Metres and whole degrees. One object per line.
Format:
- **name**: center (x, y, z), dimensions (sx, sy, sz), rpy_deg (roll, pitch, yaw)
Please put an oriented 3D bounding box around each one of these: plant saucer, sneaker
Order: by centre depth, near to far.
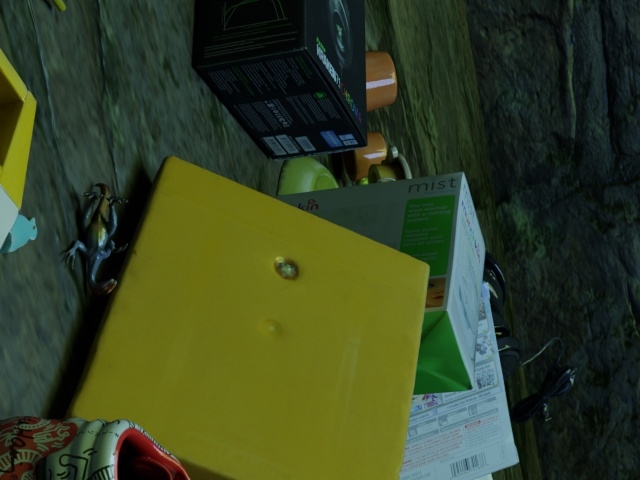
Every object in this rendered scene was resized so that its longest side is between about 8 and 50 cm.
- **sneaker**: center (-0.152, 0.233, 0.927), dimensions (0.090, 0.145, 0.270), rpy_deg (-74, 152, -52)
- **plant saucer**: center (0.000, 0.000, 1.695), dimensions (0.241, 0.037, 0.241), rpy_deg (-8, 90, -73)

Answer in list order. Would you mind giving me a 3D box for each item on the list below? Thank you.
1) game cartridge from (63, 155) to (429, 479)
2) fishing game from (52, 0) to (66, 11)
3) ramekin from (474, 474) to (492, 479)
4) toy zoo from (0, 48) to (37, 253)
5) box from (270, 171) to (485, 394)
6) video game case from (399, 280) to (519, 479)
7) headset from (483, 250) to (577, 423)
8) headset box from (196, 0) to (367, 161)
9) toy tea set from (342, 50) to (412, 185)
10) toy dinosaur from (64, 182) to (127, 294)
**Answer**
- **game cartridge**: center (-0.052, 0.092, 1.146), dimensions (0.053, 0.285, 0.324), rpy_deg (122, -13, -44)
- **fishing game**: center (-0.219, -0.332, 1.116), dimensions (0.189, 0.041, 0.264), rpy_deg (56, 39, -55)
- **ramekin**: center (0.182, 0.451, 1.938), dimensions (0.277, 0.135, 0.277), rpy_deg (-8, 90, -73)
- **toy zoo**: center (-0.270, -0.092, 0.868), dimensions (0.293, 0.030, 0.192), rpy_deg (64, 25, -48)
- **box**: center (0.038, 0.055, 1.417), dimensions (0.231, 0.262, 0.127), rpy_deg (-76, 153, -47)
- **video game case**: center (0.093, 0.195, 1.563), dimensions (0.061, 0.269, 0.244), rpy_deg (-152, -132, -66)
- **headset**: center (0.185, 0.135, 1.763), dimensions (0.394, 0.185, 0.243), rpy_deg (24, 35, -24)
- **headset box**: center (-0.038, -0.277, 1.522), dimensions (0.246, 0.131, 0.283), rpy_deg (51, 35, -61)
- **toy tea set**: center (0.042, -0.120, 1.816), dimensions (0.200, 0.124, 0.336), rpy_deg (164, -84, -77)
- **toy dinosaur**: center (-0.184, 0.002, 1.099), dimensions (0.090, 0.047, 0.082), rpy_deg (-74, 172, -74)
